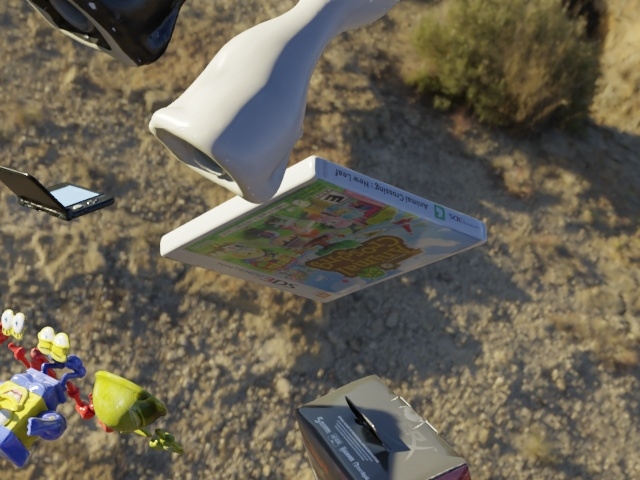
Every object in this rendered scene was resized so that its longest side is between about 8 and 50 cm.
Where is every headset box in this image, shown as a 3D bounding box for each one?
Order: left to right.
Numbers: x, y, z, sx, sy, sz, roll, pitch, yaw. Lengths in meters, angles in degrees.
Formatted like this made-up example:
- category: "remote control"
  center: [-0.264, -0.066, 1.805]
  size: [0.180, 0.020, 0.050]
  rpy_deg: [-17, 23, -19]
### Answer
- category: "headset box"
  center: [0.082, 0.297, 1.013]
  size: [0.110, 0.293, 0.218]
  rpy_deg: [-21, 23, -15]

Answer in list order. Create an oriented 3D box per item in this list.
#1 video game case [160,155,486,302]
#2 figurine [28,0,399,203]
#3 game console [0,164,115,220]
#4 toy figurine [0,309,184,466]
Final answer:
- category: "video game case"
  center: [0.000, 0.000, 0.824]
  size: [0.193, 0.212, 0.023]
  rpy_deg: [18, 61, -37]
- category: "figurine"
  center: [-0.045, -0.164, 0.601]
  size: [0.092, 0.209, 0.215]
  rpy_deg: [25, -18, 46]
- category: "game console"
  center: [-0.331, -0.071, 1.171]
  size: [0.107, 0.071, 0.122]
  rpy_deg: [-25, 29, -39]
- category: "toy figurine"
  center: [-0.408, 0.275, 1.394]
  size: [0.362, 0.191, 0.217]
  rpy_deg: [19, 49, 32]
